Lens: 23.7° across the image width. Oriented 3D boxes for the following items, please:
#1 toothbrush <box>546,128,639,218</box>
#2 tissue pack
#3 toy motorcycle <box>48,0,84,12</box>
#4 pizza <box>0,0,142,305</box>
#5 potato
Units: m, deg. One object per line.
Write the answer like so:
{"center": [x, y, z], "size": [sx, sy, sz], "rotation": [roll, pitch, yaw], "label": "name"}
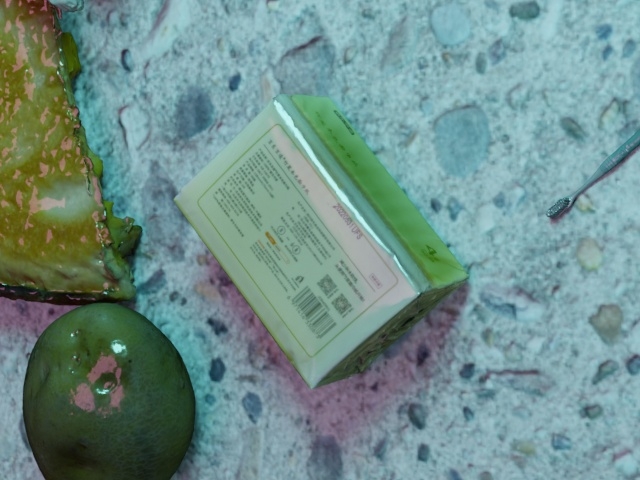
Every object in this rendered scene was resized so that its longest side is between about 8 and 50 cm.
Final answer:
{"center": [0.260, -0.073, 1.341], "size": [0.167, 0.014, 0.011], "rotation": [-44, 67, 26], "label": "toothbrush"}
{"center": [0.000, 0.000, 1.428], "size": [0.159, 0.125, 0.234], "rotation": [-44, 75, 25], "label": "tissue pack"}
{"center": [-0.335, -0.357, 1.512], "size": [0.341, 0.108, 0.223], "rotation": [41, 99, 19], "label": "toy motorcycle"}
{"center": [-0.406, -0.109, 1.640], "size": [0.392, 0.080, 0.435], "rotation": [-15, 87, 20], "label": "pizza"}
{"center": [-0.218, 0.173, 1.557], "size": [0.178, 0.160, 0.235], "rotation": [46, 127, 38], "label": "potato"}
